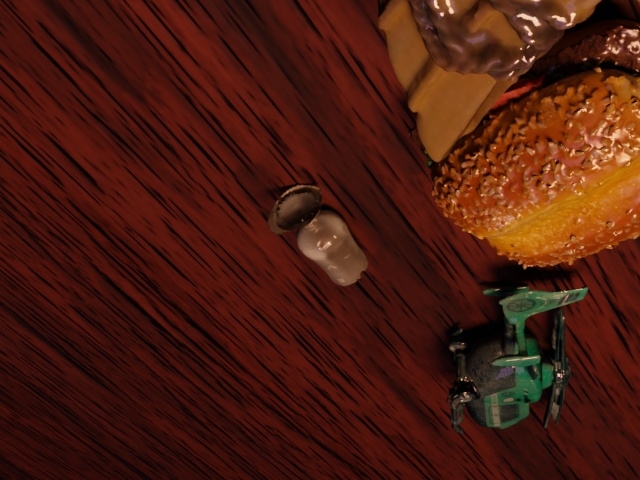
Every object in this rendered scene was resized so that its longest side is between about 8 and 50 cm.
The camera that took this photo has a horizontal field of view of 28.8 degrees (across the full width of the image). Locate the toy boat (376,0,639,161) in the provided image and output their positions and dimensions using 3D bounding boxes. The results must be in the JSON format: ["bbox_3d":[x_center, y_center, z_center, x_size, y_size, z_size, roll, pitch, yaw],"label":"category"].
[{"bbox_3d":[0.162,-0.155,0.443,0.162,0.136,0.445,45,145,-6],"label":"toy boat"}]

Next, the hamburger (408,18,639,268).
[{"bbox_3d":[0.139,-0.043,0.678,0.137,0.087,0.166,32,144,-29],"label":"hamburger"}]

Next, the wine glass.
[{"bbox_3d":[0.000,0.000,0.847,0.039,0.042,0.083,27,165,39],"label":"wine glass"}]

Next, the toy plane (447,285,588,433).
[{"bbox_3d":[0.142,0.093,0.927,0.096,0.060,0.235,0,151,7],"label":"toy plane"}]
